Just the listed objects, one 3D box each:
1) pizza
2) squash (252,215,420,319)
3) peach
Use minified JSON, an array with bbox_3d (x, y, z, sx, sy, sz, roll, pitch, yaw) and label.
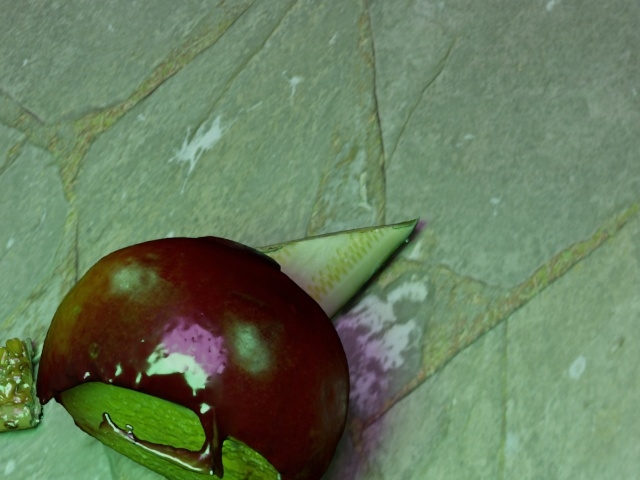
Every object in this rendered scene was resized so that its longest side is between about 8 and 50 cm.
[{"bbox_3d":[-0.470,0.205,1.798,0.182,0.062,0.161,20,63,25],"label":"pizza"},{"bbox_3d":[0.000,0.000,1.791,0.252,0.093,0.169,-45,104,-15],"label":"squash"},{"bbox_3d":[-0.153,0.154,1.593,0.405,0.335,0.310,16,67,26],"label":"peach"}]
